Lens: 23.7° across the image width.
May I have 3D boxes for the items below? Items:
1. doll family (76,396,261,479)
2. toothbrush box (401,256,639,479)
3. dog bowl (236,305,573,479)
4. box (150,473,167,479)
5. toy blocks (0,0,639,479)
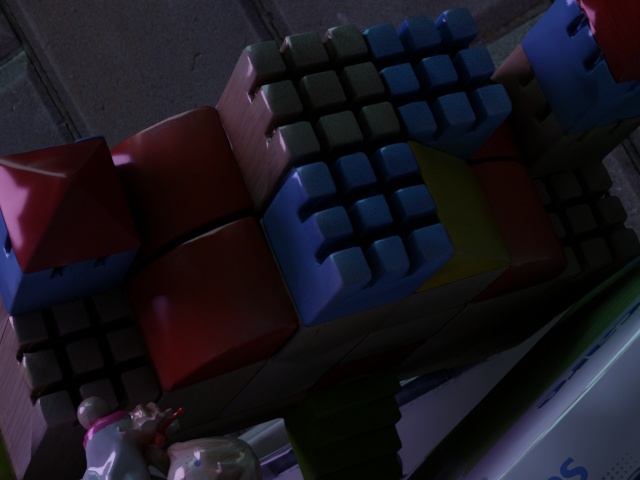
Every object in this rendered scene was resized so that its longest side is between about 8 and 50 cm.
[{"bbox_3d":[-0.032,0.185,0.546,0.163,0.263,0.118,-25,-30,-2],"label":"doll family"},{"bbox_3d":[0.137,0.100,0.673,0.206,0.122,0.283,-45,-5,-6],"label":"toothbrush box"},{"bbox_3d":[0.068,0.172,1.182,0.408,0.150,0.408,-29,-2,-1],"label":"dog bowl"},{"bbox_3d":[-0.118,0.235,0.886,0.242,0.076,0.307,24,-39,-35],"label":"box"},{"bbox_3d":[0.000,0.000,0.665,0.381,0.191,0.261,-15,-16,-23],"label":"toy blocks"}]
